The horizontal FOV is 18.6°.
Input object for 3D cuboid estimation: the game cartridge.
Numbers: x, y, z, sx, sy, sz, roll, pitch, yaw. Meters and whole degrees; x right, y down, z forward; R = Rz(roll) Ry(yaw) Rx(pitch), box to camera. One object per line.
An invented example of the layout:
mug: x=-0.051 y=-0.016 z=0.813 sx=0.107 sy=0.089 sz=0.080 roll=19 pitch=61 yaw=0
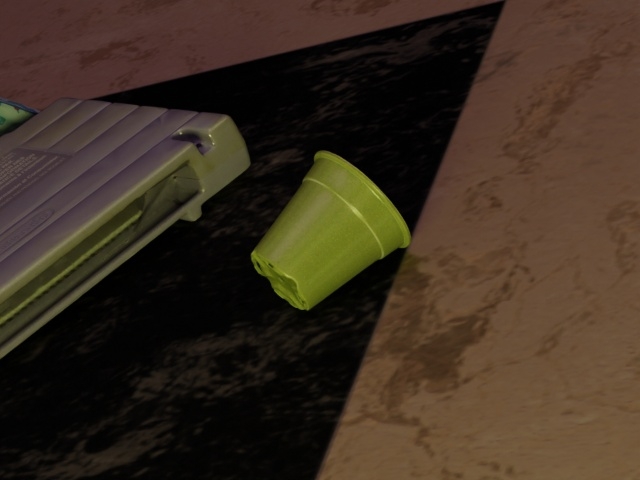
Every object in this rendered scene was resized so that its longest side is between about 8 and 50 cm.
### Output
game cartridge: x=-0.245 y=0.014 z=1.414 sx=0.355 sy=0.068 sz=0.230 roll=-40 pitch=27 yaw=-30

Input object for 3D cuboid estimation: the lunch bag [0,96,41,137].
lunch bag: x=-0.298 y=-0.085 z=1.603 sx=0.151 sy=0.096 sz=0.129 roll=-6 pitch=11 yaw=-39

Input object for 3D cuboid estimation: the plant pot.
plant pot: x=0.000 y=0.000 z=1.230 sx=0.079 sy=0.083 sz=0.083 roll=-44 pitch=31 yaw=-14
